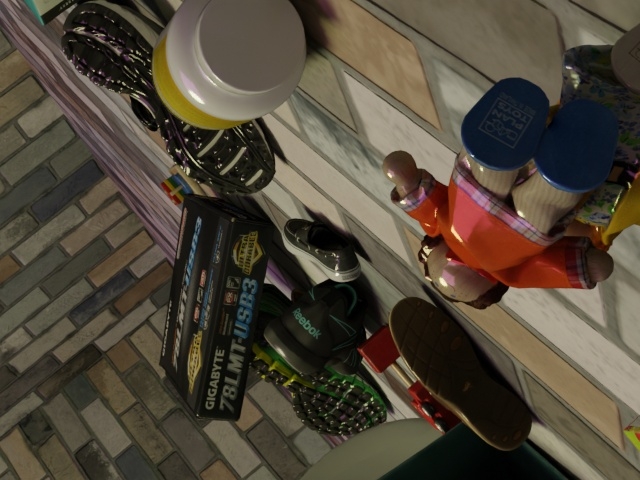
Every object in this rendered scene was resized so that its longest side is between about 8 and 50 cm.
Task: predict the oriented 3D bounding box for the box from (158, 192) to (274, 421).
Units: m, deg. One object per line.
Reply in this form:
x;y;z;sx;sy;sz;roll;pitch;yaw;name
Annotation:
-0.167;0.091;1.640;0.073;0.295;0.293;8;-173;-22;box

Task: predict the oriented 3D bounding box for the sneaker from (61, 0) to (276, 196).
-0.148;-0.161;1.165;0.271;0.100;0.108;44;-157;-2;sneaker

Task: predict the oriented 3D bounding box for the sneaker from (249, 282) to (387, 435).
-0.005;0.193;1.761;0.343;0.134;0.146;48;-151;-28;sneaker

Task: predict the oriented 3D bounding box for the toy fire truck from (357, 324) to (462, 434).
0.133;0.192;1.284;0.192;0.047;0.135;51;170;-10;toy fire truck

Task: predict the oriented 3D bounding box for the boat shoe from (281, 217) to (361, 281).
0.000;0.000;1.198;0.142;0.049;0.040;35;143;51;boat shoe

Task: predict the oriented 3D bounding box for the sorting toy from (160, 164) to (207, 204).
-0.236;-0.071;1.942;0.132;0.046;0.274;52;170;-9;sorting toy

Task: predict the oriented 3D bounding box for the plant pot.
0.188;0.341;1.149;0.166;0.165;0.234;41;160;55;plant pot

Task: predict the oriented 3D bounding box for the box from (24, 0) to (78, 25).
-0.288;-0.319;1.129;0.060;0.100;0.244;51;170;5;box

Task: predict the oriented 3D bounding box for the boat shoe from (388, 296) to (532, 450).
0.127;0.131;1.046;0.178;0.064;0.060;48;168;0;boat shoe

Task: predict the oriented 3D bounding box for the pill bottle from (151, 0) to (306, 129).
-0.069;-0.139;0.815;0.103;0.103;0.184;52;170;-11;pill bottle

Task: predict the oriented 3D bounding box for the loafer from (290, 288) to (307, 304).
-0.003;0.124;1.595;0.061;0.062;0.170;60;166;-28;loafer

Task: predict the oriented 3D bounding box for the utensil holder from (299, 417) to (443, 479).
0.158;0.475;1.430;0.385;0.328;0.328;59;167;-26;utensil holder

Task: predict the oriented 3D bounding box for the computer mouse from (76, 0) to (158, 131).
-0.224;-0.218;1.257;0.242;0.041;0.071;60;-169;30;computer mouse

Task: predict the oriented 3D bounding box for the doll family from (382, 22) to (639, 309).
0.157;0.006;0.419;0.263;0.118;0.163;30;160;8;doll family

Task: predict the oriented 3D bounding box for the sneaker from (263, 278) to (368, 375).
0.023;0.105;1.340;0.101;0.106;0.267;43;-171;12;sneaker

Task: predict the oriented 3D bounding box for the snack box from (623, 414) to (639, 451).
0.260;0.163;0.659;0.141;0.037;0.100;50;171;-2;snack box
